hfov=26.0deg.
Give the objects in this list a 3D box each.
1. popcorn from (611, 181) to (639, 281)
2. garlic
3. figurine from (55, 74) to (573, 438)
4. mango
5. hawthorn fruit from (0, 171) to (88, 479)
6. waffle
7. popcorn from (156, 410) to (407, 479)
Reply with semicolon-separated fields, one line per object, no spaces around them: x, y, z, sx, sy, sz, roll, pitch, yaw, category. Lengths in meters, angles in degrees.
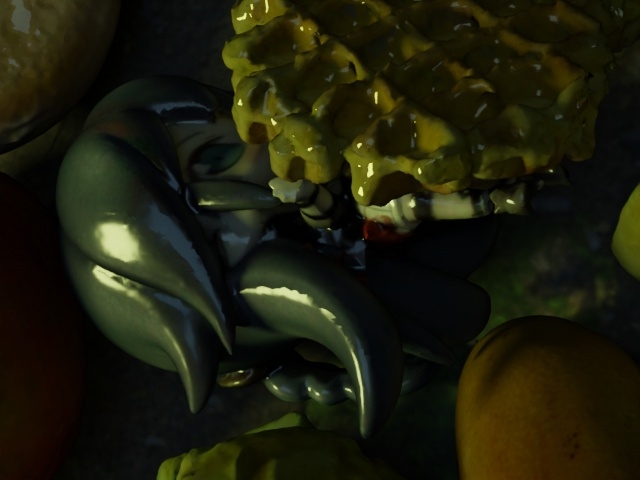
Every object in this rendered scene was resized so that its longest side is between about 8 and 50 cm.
0.270;-0.023;0.640;0.252;0.215;0.286;33;113;16;popcorn
-0.202;-0.153;0.825;0.145;0.164;0.245;30;90;34;garlic
-0.016;0.001;0.755;0.265;0.175;0.197;25;99;25;figurine
0.127;0.128;0.691;0.120;0.152;0.221;-6;58;-7;mango
-0.224;0.090;0.805;0.210;0.210;0.262;-25;95;15;hawthorn fruit
0.074;-0.104;0.710;0.249;0.253;0.056;-3;129;7;waffle
-0.031;0.206;0.741;0.221;0.184;0.204;-40;106;9;popcorn
